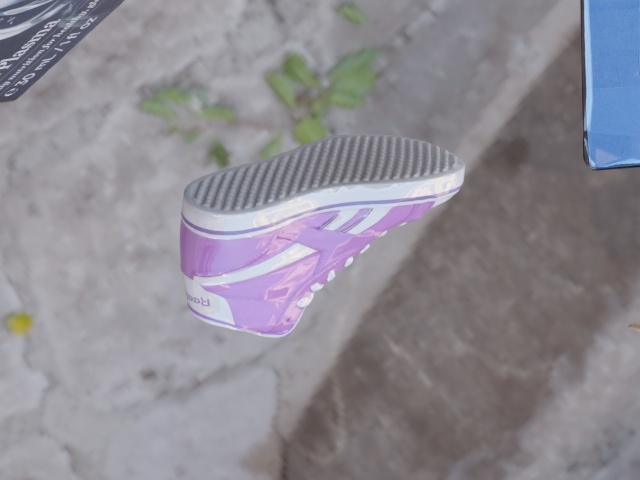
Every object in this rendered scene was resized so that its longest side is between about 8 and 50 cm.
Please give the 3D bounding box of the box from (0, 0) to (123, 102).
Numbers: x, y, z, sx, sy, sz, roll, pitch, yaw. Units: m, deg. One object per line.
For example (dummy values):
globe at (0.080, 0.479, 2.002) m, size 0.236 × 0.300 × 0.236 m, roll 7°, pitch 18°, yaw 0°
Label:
box at (-0.370, -0.329, 1.666) m, size 0.480 × 0.297 × 0.472 m, roll -35°, pitch 166°, yaw 39°

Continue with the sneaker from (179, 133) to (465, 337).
sneaker at (-0.001, 0.000, 1.726) m, size 0.282 × 0.102 × 0.161 m, roll -13°, pitch 123°, yaw -24°

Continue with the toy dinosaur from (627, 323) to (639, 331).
toy dinosaur at (0.325, 0.062, 1.263) m, size 0.211 × 0.112 × 0.064 m, roll -31°, pitch 165°, yaw 33°

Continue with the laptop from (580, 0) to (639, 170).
laptop at (0.395, -0.246, 1.368) m, size 0.382 × 0.236 × 0.408 m, roll -5°, pitch 161°, yaw -5°
